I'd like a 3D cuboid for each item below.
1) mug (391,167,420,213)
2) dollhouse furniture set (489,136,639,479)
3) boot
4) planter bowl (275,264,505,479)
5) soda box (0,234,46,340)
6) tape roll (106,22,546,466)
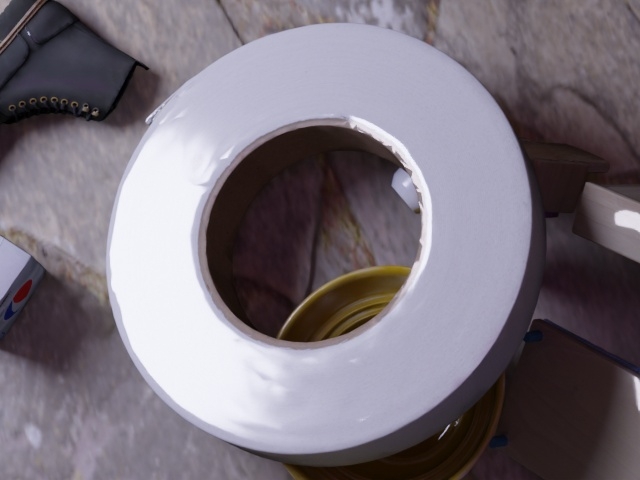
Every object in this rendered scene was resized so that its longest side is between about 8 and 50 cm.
[{"bbox_3d":[0.105,-0.052,1.459,0.064,0.062,0.078,-40,78,2],"label":"mug"},{"bbox_3d":[0.270,0.094,1.432,0.286,0.198,0.303,28,110,41],"label":"dollhouse furniture set"},{"bbox_3d":[-0.263,-0.122,1.459,0.137,0.077,0.198,32,84,-2],"label":"boot"},{"bbox_3d":[0.065,0.138,1.401,0.217,0.090,0.217,-6,70,17],"label":"planter bowl"},{"bbox_3d":[-0.392,-0.019,1.427,0.286,0.098,0.091,33,83,4],"label":"soda box"},{"bbox_3d":[0.000,0.000,1.379,0.392,0.072,0.392,-6,71,18],"label":"tape roll"}]
